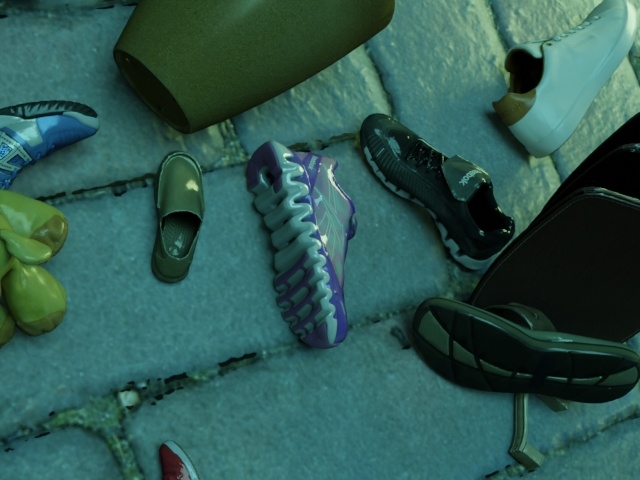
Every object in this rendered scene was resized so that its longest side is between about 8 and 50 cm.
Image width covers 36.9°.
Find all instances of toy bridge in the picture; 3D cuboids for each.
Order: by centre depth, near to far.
[{"bbox_3d":[0.274,0.182,1.163,0.063,0.026,0.188,40,60,-8],"label":"toy bridge"}]

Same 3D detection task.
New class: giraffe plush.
[{"bbox_3d":[-0.302,0.011,0.822,0.181,0.170,0.210,-17,104,-17],"label":"giraffe plush"}]

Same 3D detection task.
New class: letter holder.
[{"bbox_3d":[0.312,-0.018,1.085,0.214,0.302,0.152,15,60,-9],"label":"letter holder"}]

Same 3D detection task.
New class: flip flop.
[{"bbox_3d":[0.238,0.118,1.116,0.277,0.112,0.080,11,42,-8],"label":"flip flop"}]

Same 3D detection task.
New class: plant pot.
[{"bbox_3d":[-0.091,-0.242,1.031,0.237,0.237,0.254,47,74,-5],"label":"plant pot"}]

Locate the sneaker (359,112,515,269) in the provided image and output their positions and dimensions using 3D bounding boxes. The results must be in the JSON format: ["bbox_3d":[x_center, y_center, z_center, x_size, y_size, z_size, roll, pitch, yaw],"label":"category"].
[{"bbox_3d":[0.147,-0.072,1.140,0.234,0.106,0.078,48,59,-4],"label":"sneaker"}]

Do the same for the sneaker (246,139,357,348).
[{"bbox_3d":[0.000,0.000,1.058,0.104,0.095,0.236,-6,75,-35],"label":"sneaker"}]

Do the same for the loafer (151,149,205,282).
[{"bbox_3d":[-0.147,-0.030,1.016,0.056,0.050,0.148,7,71,-24],"label":"loafer"}]

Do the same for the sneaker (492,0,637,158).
[{"bbox_3d":[0.328,-0.252,1.286,0.123,0.106,0.290,41,62,-11],"label":"sneaker"}]

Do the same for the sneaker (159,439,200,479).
[{"bbox_3d":[-0.146,0.258,0.925,0.067,0.042,0.118,-21,85,-33],"label":"sneaker"}]

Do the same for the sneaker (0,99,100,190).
[{"bbox_3d":[-0.317,-0.082,0.943,0.211,0.080,0.081,-19,89,-20],"label":"sneaker"}]
